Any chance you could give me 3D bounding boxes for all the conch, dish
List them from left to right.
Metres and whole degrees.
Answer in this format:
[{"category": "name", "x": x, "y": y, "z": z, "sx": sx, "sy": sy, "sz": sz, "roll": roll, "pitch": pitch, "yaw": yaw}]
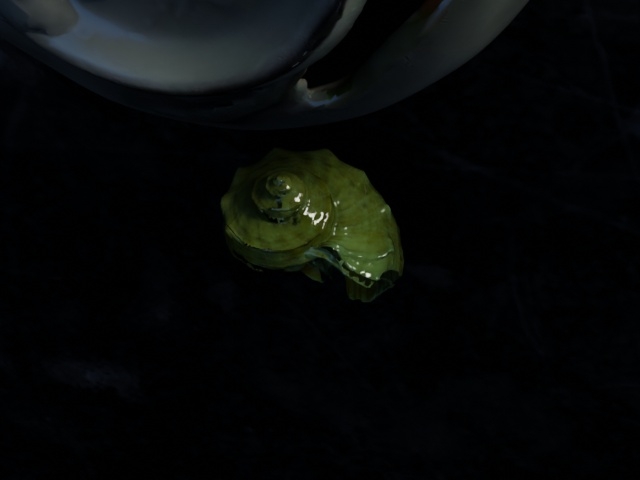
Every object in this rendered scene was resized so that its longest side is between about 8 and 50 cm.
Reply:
[{"category": "dish", "x": -0.059, "y": -0.151, "z": 0.722, "sx": 0.324, "sy": 0.124, "sz": 0.324, "roll": 12, "pitch": 137, "yaw": 12}, {"category": "conch", "x": 0.000, "y": 0.000, "z": 0.888, "sx": 0.089, "sy": 0.074, "sz": 0.121, "roll": 42, "pitch": 171, "yaw": 30}]
